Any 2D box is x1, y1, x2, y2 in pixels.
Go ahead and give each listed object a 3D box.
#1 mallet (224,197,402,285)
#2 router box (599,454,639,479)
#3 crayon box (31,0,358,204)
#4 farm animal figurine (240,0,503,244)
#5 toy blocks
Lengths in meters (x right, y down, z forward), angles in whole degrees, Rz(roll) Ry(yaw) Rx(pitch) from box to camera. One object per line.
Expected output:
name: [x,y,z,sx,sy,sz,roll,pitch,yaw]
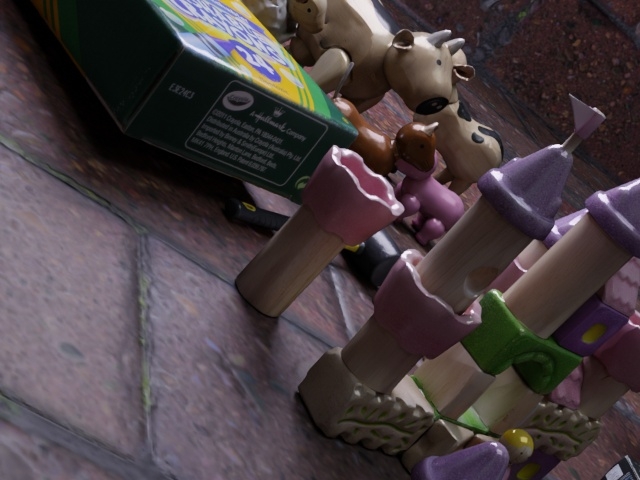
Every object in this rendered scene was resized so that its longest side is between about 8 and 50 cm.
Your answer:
mallet: [0.000,0.000,0.998,0.190,0.039,0.062,10,33,-52]
router box: [0.304,0.251,1.056,0.122,0.038,0.092,34,19,-24]
crayon box: [-0.132,-0.179,1.003,0.203,0.083,0.323,20,23,-49]
farm animal figurine: [0.065,-0.166,1.237,0.326,0.172,0.330,52,18,14]
toy blocks: [0.160,0.063,0.823,0.289,0.260,0.309,26,25,-44]
